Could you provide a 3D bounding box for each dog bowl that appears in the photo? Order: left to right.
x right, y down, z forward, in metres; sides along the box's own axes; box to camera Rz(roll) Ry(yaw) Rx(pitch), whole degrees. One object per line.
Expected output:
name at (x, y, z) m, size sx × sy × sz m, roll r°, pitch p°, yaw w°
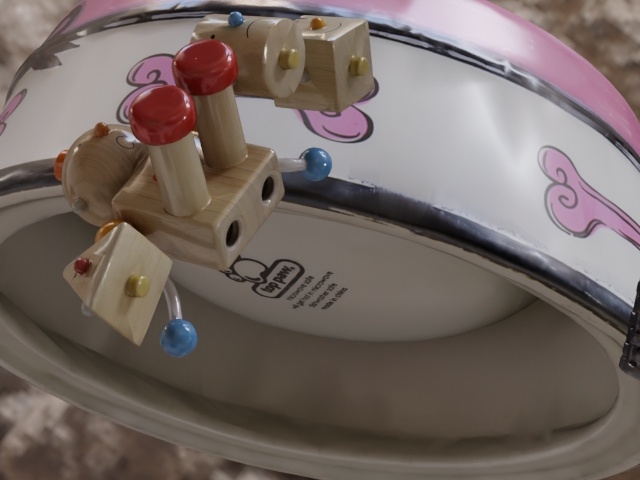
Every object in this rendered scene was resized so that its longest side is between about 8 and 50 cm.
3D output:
dog bowl at (0.000, 0.000, 0.986) m, size 0.408 × 0.150 × 0.408 m, roll 11°, pitch -23°, yaw 5°

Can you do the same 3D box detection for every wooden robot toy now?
wooden robot toy at (-0.054, -0.033, 0.612) m, size 0.079 × 0.173 × 0.076 m, roll 9°, pitch -46°, yaw 30°

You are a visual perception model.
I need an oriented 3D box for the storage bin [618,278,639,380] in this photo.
storage bin at (0.216, 0.036, 0.693) m, size 0.122 × 0.084 × 0.180 m, roll 5°, pitch 11°, yaw -34°
